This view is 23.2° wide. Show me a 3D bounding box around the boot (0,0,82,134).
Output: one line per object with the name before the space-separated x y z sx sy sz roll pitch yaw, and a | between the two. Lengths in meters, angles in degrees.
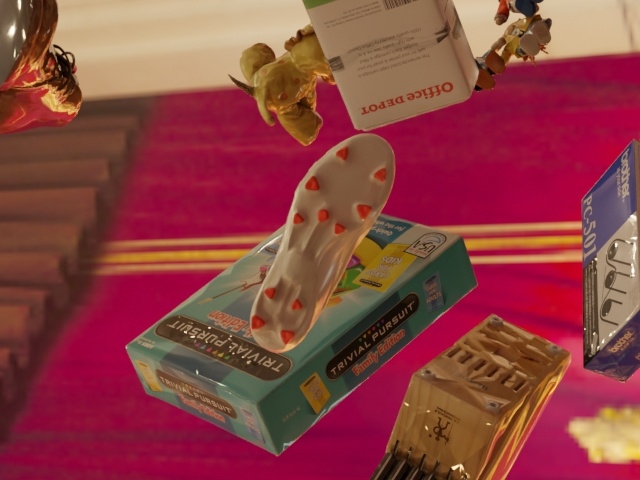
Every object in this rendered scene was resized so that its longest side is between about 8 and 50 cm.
boot | -0.297 -0.190 1.624 0.115 0.305 0.112 3 -107 -20

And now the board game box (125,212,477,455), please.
board game box | -0.022 0.088 1.835 0.336 0.253 0.079 -38 -56 -28

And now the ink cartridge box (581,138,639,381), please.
ink cartridge box | 0.279 0.016 1.412 0.097 0.046 0.207 124 162 -45

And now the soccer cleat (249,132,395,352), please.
soccer cleat | 0.000 0.000 1.262 0.196 0.068 0.076 -62 -7 9

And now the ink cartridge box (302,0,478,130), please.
ink cartridge box | 0.084 -0.265 1.920 0.092 0.160 0.219 -65 -44 -60

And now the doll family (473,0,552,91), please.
doll family | 0.252 -0.270 2.289 0.118 0.263 0.163 48 -178 -11

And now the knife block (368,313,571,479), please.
knife block | 0.113 0.219 1.433 0.275 0.088 0.242 -29 -39 -58

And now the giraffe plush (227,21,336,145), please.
giraffe plush | -0.027 -0.277 2.473 0.181 0.170 0.210 58 -163 19
